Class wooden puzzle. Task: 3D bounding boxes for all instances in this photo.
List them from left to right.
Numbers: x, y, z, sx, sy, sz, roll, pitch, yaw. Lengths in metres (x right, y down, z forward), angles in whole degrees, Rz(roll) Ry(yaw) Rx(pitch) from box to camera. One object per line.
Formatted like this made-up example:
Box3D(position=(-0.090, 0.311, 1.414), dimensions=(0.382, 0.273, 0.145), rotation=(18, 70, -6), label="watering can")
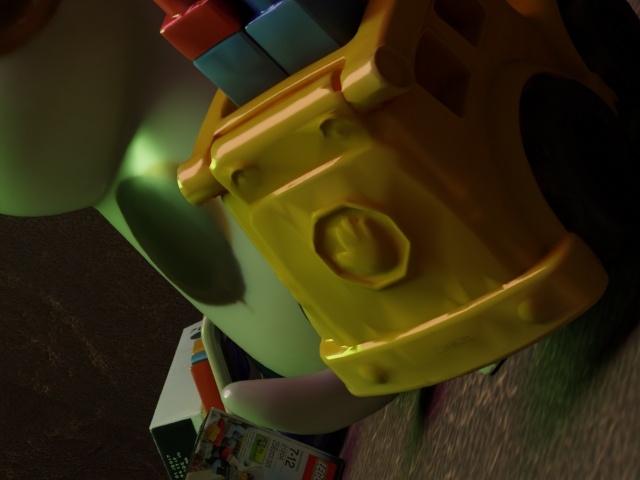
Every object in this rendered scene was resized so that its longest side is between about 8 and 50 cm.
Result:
Box3D(position=(-0.081, 0.167, 1.210), dimensions=(0.221, 0.044, 0.239), rotation=(-148, 44, -85), label="wooden puzzle")

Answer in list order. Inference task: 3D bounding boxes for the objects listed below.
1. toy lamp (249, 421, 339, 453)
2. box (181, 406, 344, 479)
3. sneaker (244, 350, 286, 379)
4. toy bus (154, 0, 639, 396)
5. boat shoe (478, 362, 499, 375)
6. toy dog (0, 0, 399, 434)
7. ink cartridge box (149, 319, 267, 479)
Box3D(position=(-0.074, 0.220, 1.048), dimensions=(0.275, 0.080, 0.080), rotation=(-51, 0, -16), label="toy lamp")
Box3D(position=(-0.062, 0.233, 0.949), dimensions=(0.036, 0.114, 0.207), rotation=(119, 171, -51), label="box")
Box3D(position=(0.000, 0.000, 1.241), dimensions=(0.208, 0.127, 0.319), rotation=(119, 172, -47), label="sneaker")
Box3D(position=(0.026, -0.078, 0.565), dimensions=(0.149, 0.211, 0.220), rotation=(-28, 29, 37), label="toy bus")
Box3D(position=(0.094, 0.012, 0.651), dimensions=(0.049, 0.042, 0.133), rotation=(-70, 6, -53), label="boat shoe")
Box3D(position=(-0.097, -0.067, 0.913), dimensions=(0.284, 0.407, 0.395), rotation=(119, 172, -59), label="toy dog")
Box3D(position=(-0.107, 0.194, 1.423), dimensions=(0.333, 0.065, 0.165), rotation=(-79, -30, -72), label="ink cartridge box")
